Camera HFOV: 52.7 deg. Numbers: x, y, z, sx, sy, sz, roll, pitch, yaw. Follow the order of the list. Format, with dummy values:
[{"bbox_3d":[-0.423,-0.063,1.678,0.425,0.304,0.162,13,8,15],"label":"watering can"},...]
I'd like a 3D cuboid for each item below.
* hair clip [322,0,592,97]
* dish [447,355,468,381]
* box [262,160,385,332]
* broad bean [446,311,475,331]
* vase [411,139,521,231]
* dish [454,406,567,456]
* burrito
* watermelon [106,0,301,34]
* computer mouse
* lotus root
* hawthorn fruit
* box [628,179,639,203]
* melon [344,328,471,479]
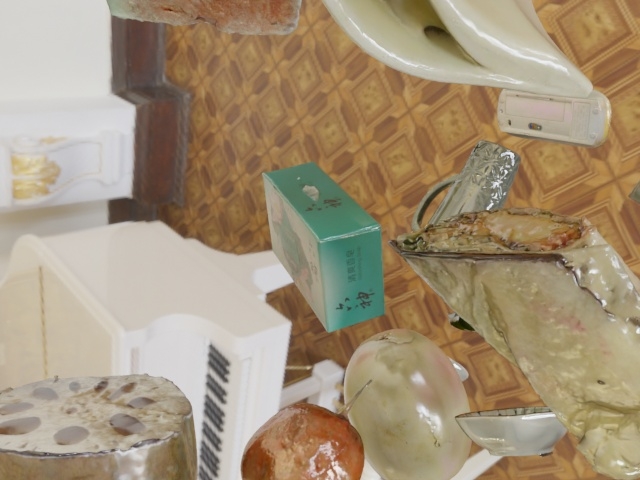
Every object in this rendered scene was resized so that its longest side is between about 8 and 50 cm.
[{"bbox_3d":[0.051,-0.199,0.420,0.113,0.282,0.172,-27,50,33],"label":"hair clip"},{"bbox_3d":[0.208,0.312,1.436,0.229,0.229,0.081,-24,41,49],"label":"dish"},{"bbox_3d":[0.000,0.000,0.943,0.245,0.092,0.153,-130,29,-56],"label":"box"},{"bbox_3d":[0.260,0.112,0.972,0.297,0.043,0.060,158,93,-75],"label":"broad bean"},{"bbox_3d":[0.324,-0.070,1.434,0.251,0.156,0.300,31,97,47],"label":"vase"},{"bbox_3d":[0.301,0.291,0.980,0.191,0.191,0.066,-21,69,49],"label":"dish"},{"bbox_3d":[0.231,0.075,0.600,0.347,0.107,0.175,47,132,11],"label":"burrito"},{"bbox_3d":[-0.111,-0.326,0.754,0.201,0.262,0.213,55,155,20],"label":"watermelon"},{"bbox_3d":[0.390,-0.211,1.083,0.199,0.045,0.102,18,124,41],"label":"computer mouse"},{"bbox_3d":[-0.272,0.270,0.760,0.272,0.272,0.192,9,108,47],"label":"lotus root"},{"bbox_3d":[-0.016,0.262,0.791,0.149,0.149,0.189,37,111,36],"label":"hawthorn fruit"},{"bbox_3d":[0.861,-0.152,1.547,0.135,0.163,0.243,36,107,15],"label":"box"},{"bbox_3d":[0.164,0.317,1.201,0.223,0.223,0.317,-1,113,49],"label":"melon"}]
